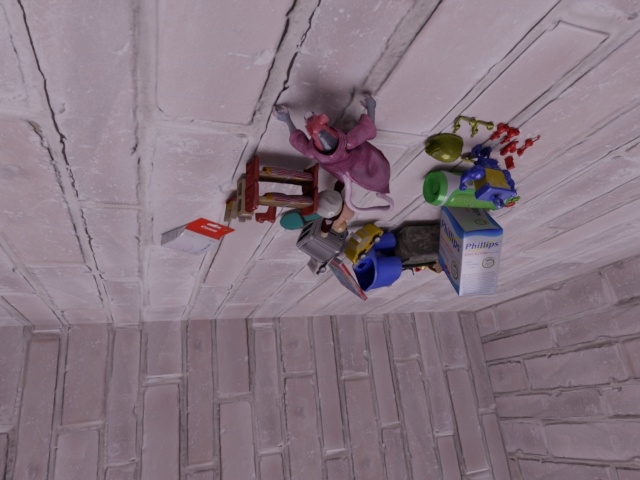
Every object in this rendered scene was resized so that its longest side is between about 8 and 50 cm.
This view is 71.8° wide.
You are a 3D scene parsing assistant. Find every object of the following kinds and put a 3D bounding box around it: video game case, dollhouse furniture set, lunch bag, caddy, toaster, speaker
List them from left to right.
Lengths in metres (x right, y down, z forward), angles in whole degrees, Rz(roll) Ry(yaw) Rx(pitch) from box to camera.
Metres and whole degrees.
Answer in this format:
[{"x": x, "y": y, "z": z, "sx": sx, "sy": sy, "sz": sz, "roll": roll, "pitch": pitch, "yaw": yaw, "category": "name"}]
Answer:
[{"x": -0.171, "y": -0.149, "z": 1.432, "sx": 0.202, "sy": 0.152, "sz": 0.374, "roll": 3, "pitch": 175, "yaw": -25, "category": "dollhouse furniture set"}, {"x": 0.000, "y": 0.000, "z": 1.805, "sx": 0.147, "sy": 0.129, "sz": 0.227, "roll": 31, "pitch": 151, "yaw": -15, "category": "toaster"}, {"x": 0.102, "y": 0.158, "z": 2.099, "sx": 0.025, "sy": 0.204, "sz": 0.285, "roll": -44, "pitch": 127, "yaw": -11, "category": "video game case"}, {"x": 0.233, "y": 0.098, "z": 2.025, "sx": 0.179, "sy": 0.241, "sz": 0.341, "roll": -9, "pitch": 161, "yaw": -12, "category": "caddy"}, {"x": 0.444, "y": 0.036, "z": 2.032, "sx": 0.236, "sy": 0.168, "sz": 0.287, "roll": -5, "pitch": 168, "yaw": -15, "category": "lunch bag"}, {"x": 0.511, "y": -0.174, "z": 1.540, "sx": 0.297, "sy": 0.131, "sz": 0.131, "roll": 1, "pitch": 158, "yaw": -20, "category": "speaker"}]

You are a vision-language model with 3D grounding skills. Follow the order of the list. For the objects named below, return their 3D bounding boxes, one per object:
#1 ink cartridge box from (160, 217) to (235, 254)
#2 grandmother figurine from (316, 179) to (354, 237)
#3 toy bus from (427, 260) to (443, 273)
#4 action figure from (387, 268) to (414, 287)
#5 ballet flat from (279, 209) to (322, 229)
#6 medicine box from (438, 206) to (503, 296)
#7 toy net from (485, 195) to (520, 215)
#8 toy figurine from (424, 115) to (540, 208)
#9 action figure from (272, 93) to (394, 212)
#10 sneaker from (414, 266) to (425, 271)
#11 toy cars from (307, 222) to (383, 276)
[{"x": -0.492, "y": -0.009, "z": 1.783, "sx": 0.233, "sy": 0.066, "sz": 0.189, "roll": -14, "pitch": 159, "yaw": 31, "category": "ink cartridge box"}, {"x": 0.050, "y": -0.109, "z": 1.473, "sx": 0.104, "sy": 0.207, "sz": 0.342, "roll": 9, "pitch": -179, "yaw": 9, "category": "grandmother figurine"}, {"x": 0.611, "y": 0.066, "z": 2.225, "sx": 0.202, "sy": 0.190, "sz": 0.104, "roll": 3, "pitch": -164, "yaw": -31, "category": "toy bus"}, {"x": 0.358, "y": 0.163, "z": 2.374, "sx": 0.276, "sy": 0.140, "sz": 0.164, "roll": -11, "pitch": 149, "yaw": 9, "category": "action figure"}, {"x": -0.056, "y": -0.091, "z": 1.681, "sx": 0.213, "sy": 0.072, "sz": 0.068, "roll": -16, "pitch": -172, "yaw": 31, "category": "ballet flat"}, {"x": 0.576, "y": 0.025, "z": 1.730, "sx": 0.149, "sy": 0.263, "sz": 0.289, "roll": -7, "pitch": 118, "yaw": -1, "category": "medicine box"}, {"x": 0.707, "y": -0.141, "z": 1.806, "sx": 0.122, "sy": 0.045, "sz": 0.232, "roll": -5, "pitch": 161, "yaw": -10, "category": "toy net"}, {"x": 0.508, "y": -0.205, "z": 1.323, "sx": 0.363, "sy": 0.217, "sz": 0.191, "roll": 5, "pitch": 157, "yaw": -29, "category": "toy figurine"}, {"x": 0.032, "y": -0.214, "z": 1.117, "sx": 0.248, "sy": 0.275, "sz": 0.370, "roll": -7, "pitch": 174, "yaw": 20, "category": "action figure"}, {"x": 0.549, "y": 0.108, "z": 2.351, "sx": 0.082, "sy": 0.094, "sz": 0.208, "roll": 0, "pitch": 158, "yaw": -11, "category": "sneaker"}, {"x": 0.086, "y": 0.030, "z": 1.916, "sx": 0.394, "sy": 0.176, "sz": 0.087, "roll": -21, "pitch": 137, "yaw": 34, "category": "toy cars"}]
